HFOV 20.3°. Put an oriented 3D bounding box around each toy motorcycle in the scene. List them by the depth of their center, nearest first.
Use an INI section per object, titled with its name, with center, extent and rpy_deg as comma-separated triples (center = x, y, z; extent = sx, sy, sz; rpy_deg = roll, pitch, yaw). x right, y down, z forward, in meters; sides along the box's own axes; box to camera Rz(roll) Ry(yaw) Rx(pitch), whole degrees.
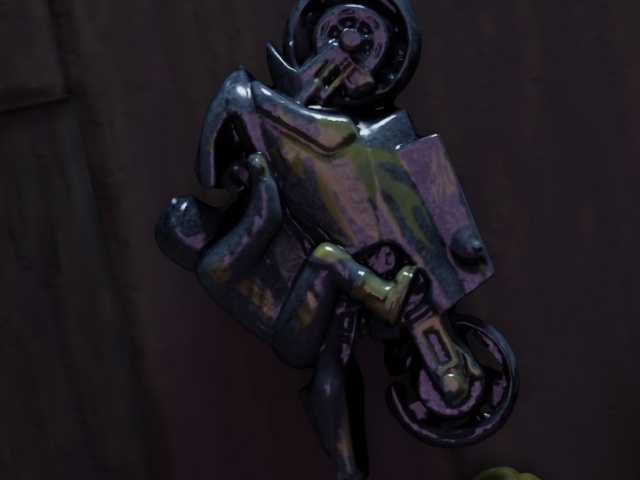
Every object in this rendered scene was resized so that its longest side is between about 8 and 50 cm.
[toy motorcycle]
center = 0.000, 0.000, 0.697
extent = 0.124, 0.061, 0.193
rpy_deg = -16, 91, 4

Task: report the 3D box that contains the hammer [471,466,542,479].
[hammer]
center = -0.028, 0.191, 0.690
extent = 0.305, 0.113, 0.202
rpy_deg = -32, 94, -7
